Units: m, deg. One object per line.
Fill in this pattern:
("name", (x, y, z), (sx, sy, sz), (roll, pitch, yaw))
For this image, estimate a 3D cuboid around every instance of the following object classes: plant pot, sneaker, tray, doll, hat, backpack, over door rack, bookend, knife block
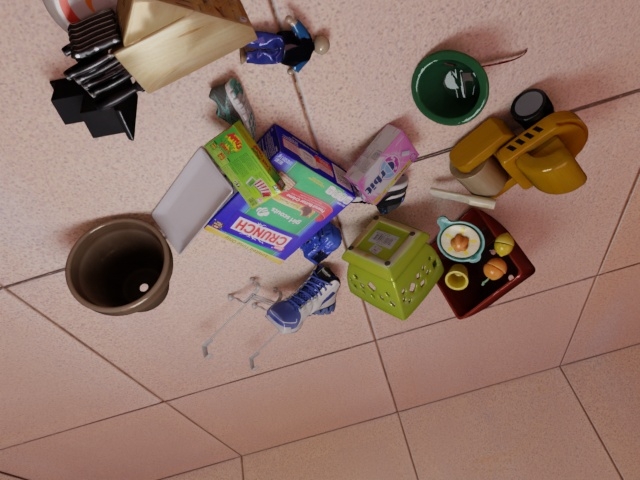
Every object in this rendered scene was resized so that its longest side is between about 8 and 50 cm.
("plant pot", (0.211, 0.064, 1.454), (0.227, 0.228, 0.207), (-47, 137, -22))
("sneaker", (-0.038, 0.174, 1.600), (0.315, 0.127, 0.182), (-17, 136, -50))
("plant pot", (-0.522, 0.101, 1.327), (0.263, 0.263, 0.229), (-9, 157, -6))
("plant pot", (0.555, 0.081, 1.615), (0.235, 0.267, 0.267), (4, 139, -41))
("tray", (-0.327, -0.097, 1.234), (0.270, 0.145, 0.030), (-44, 167, 30))
("doll", (-0.072, -0.404, 0.996), (0.188, 0.046, 0.129), (-4, 141, -12))
("hat", (0.348, -0.388, 1.163), (0.208, 0.183, 0.173), (26, 133, 16))
("sneaker", (0.147, -0.116, 1.378), (0.216, 0.079, 0.121), (-12, 140, -5))
("backpack", (0.000, 0.000, 1.458), (0.120, 0.098, 0.101), (-34, 133, 24))
("over door rack", (-0.243, 0.291, 1.698), (0.239, 0.108, 0.324), (28, 104, -40))
("bookend", (-0.457, -0.261, 0.960), (0.156, 0.157, 0.072), (-12, 140, -4))
("sneaker", (-0.198, -0.290, 1.095), (0.076, 0.065, 0.166), (-5, 139, 14))
("knife block", (-0.276, -0.312, 0.810), (0.275, 0.088, 0.242), (0, 145, -34))

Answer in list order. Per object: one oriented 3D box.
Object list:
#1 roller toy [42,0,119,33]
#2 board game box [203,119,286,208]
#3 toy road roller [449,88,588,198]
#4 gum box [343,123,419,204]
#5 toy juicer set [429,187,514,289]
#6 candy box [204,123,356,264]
("roller toy", (-0.356, -0.437, 0.791), (0.191, 0.146, 0.209), (4, 141, -37))
("board game box", (-0.170, -0.171, 1.099), (0.092, 0.043, 0.181), (-27, 111, 24))
("toy road roller", (0.532, -0.206, 1.263), (0.329, 0.241, 0.202), (-37, 135, 25))
("gum box", (0.156, -0.192, 1.247), (0.188, 0.062, 0.107), (-49, 135, 0))
("toy juicer set", (0.443, -0.005, 1.389), (0.209, 0.089, 0.329), (-6, 116, 27))
("candy box", (-0.115, -0.107, 1.274), (0.268, 0.122, 0.317), (27, 126, -37))
